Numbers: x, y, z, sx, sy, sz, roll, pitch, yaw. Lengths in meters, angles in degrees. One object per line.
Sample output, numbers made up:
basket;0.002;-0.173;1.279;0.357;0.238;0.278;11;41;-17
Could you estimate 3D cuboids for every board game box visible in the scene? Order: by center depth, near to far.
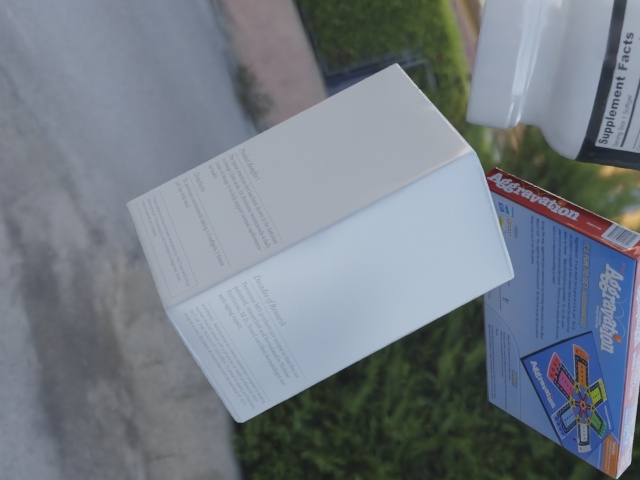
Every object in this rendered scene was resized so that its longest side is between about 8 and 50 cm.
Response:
board game box;0.200;0.077;0.870;0.145;0.027;0.281;31;-32;35

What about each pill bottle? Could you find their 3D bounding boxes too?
pill bottle;0.257;-0.131;0.778;0.162;0.278;0.162;10;90;-82

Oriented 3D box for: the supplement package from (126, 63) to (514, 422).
supplement package;0.000;0.000;0.589;0.105;0.179;0.105;64;-3;-41
